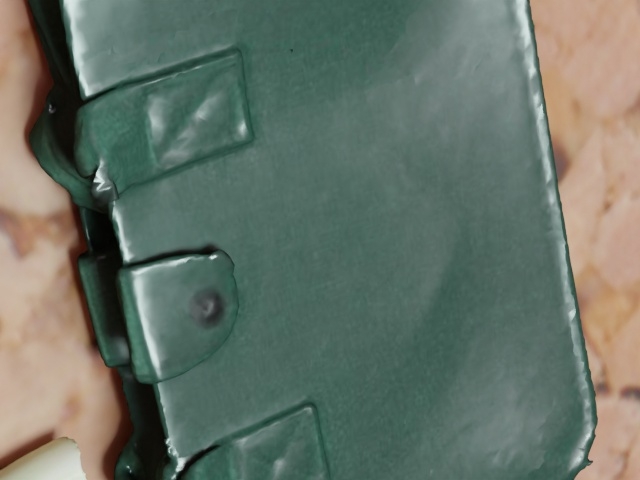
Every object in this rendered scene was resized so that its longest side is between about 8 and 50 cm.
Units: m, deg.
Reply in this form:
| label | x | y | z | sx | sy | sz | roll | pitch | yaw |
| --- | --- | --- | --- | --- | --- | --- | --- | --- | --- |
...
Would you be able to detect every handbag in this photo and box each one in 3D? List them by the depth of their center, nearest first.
| label | x | y | z | sx | sy | sz | roll | pitch | yaw |
| --- | --- | --- | --- | --- | --- | --- | --- | --- | --- |
| handbag | 0.001 | 0.000 | 0.896 | 0.238 | 0.089 | 0.326 | -22 | 114 | -28 |

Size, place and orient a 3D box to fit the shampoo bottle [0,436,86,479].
| label | x | y | z | sx | sy | sz | roll | pitch | yaw |
| --- | --- | --- | --- | --- | --- | --- | --- | --- | --- |
| shampoo bottle | -0.162 | 0.135 | 0.849 | 0.141 | 0.034 | 0.049 | -24 | 123 | -28 |
